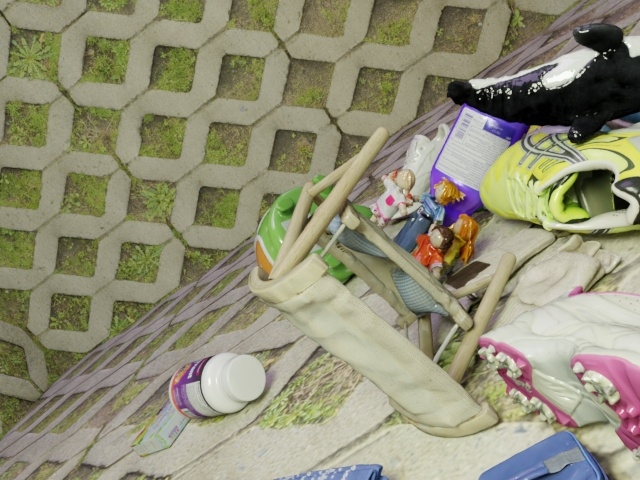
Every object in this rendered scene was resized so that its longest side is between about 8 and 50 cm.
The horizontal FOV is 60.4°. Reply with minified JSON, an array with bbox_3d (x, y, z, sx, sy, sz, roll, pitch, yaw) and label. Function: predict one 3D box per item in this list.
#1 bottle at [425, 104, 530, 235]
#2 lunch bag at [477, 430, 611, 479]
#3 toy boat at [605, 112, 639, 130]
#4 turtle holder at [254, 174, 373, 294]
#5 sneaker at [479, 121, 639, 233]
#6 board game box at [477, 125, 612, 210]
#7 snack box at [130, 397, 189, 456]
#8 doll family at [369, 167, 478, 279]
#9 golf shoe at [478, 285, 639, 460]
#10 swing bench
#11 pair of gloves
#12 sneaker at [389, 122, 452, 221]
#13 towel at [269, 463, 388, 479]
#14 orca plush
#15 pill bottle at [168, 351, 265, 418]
[{"bbox_3d":[0.259,-0.117,0.978,0.092,0.118,0.283,-16,-46,-57],"label":"bottle"},{"bbox_3d":[0.162,0.190,0.400,0.098,0.065,0.067,-34,12,10],"label":"lunch bag"},{"bbox_3d":[0.563,-0.280,0.814,0.318,0.148,0.267,-30,24,14],"label":"toy boat"},{"bbox_3d":[-0.017,-0.007,1.277,0.227,0.243,0.320,-49,9,45],"label":"turtle holder"},{"bbox_3d":[0.323,-0.081,0.737,0.147,0.145,0.384,-22,6,-18],"label":"sneaker"},{"bbox_3d":[0.399,-0.159,1.076,0.242,0.064,0.316,-42,13,-24],"label":"board game box"},{"bbox_3d":[-0.311,0.371,1.133,0.100,0.037,0.141,-28,15,31],"label":"snack box"},{"bbox_3d":[0.179,-0.018,0.924,0.163,0.118,0.263,-54,33,26],"label":"doll family"},{"bbox_3d":[0.251,0.092,0.424,0.140,0.115,0.306,-36,12,-12],"label":"golf shoe"},{"bbox_3d":[0.072,0.055,0.635,0.165,0.253,0.255,-33,21,43],"label":"swing bench"},{"bbox_3d":[0.255,0.052,0.732,0.204,0.042,0.240,-36,12,-1],"label":"pair of gloves"},{"bbox_3d":[0.236,-0.168,1.376,0.305,0.152,0.114,-40,14,-11],"label":"sneaker"},{"bbox_3d":[-0.084,0.352,0.563,0.336,0.040,0.243,-31,14,42],"label":"towel"},{"bbox_3d":[0.299,-0.172,0.667,0.287,0.151,0.102,3,64,8],"label":"orca plush"},{"bbox_3d":[-0.189,0.266,1.015,0.193,0.108,0.108,-25,16,43],"label":"pill bottle"}]
